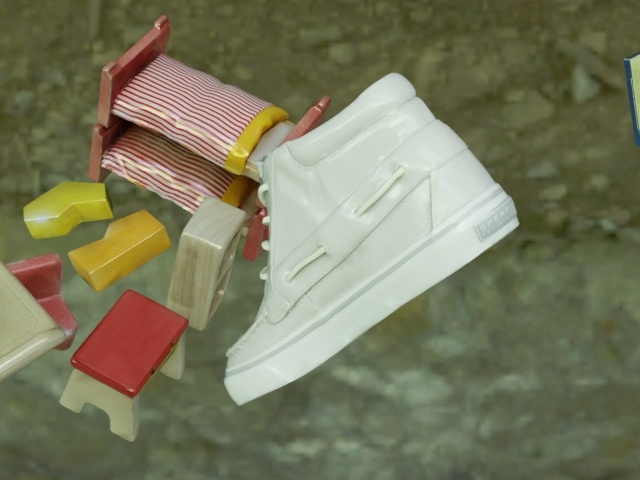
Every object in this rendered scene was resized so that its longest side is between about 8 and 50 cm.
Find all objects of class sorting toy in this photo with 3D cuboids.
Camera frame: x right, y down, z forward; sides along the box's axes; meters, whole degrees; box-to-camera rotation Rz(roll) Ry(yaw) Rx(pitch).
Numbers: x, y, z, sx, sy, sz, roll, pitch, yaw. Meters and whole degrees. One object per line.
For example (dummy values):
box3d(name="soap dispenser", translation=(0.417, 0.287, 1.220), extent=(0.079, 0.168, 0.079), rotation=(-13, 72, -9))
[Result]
box3d(name="sorting toy", translation=(-0.268, 0.036, 0.970), extent=(0.307, 0.041, 0.229), rotation=(-33, -138, -19))

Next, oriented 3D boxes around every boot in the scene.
box3d(name="boot", translation=(0.000, 0.000, 0.888), extent=(0.258, 0.123, 0.095), rotation=(-38, 176, 40))

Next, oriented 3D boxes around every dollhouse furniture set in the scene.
box3d(name="dollhouse furniture set", translation=(-0.162, -0.025, 1.348), extent=(0.201, 0.374, 0.152), rotation=(26, 134, 9))

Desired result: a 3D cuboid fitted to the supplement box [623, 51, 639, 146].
box3d(name="supplement box", translation=(0.314, -0.122, 1.243), extent=(0.056, 0.083, 0.083), rotation=(-26, -156, -29))
